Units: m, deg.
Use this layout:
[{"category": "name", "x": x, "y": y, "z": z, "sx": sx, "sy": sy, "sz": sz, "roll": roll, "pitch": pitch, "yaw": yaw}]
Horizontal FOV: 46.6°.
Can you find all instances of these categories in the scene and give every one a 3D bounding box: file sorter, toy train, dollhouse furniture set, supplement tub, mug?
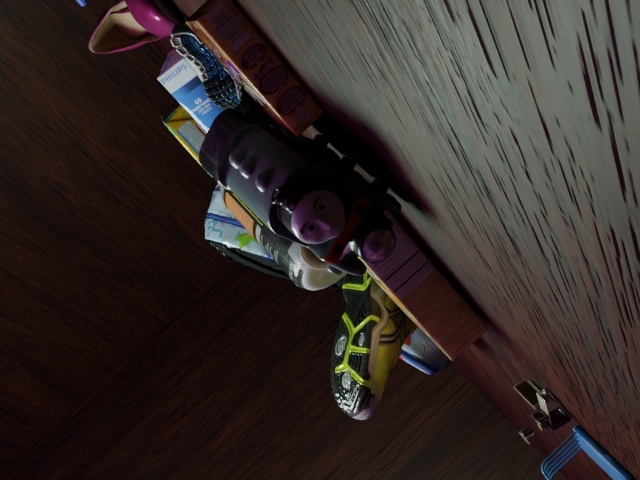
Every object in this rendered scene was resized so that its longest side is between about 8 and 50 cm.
[{"category": "file sorter", "x": 0.466, "y": 0.418, "z": 1.308, "sx": 0.118, "sy": 0.104, "sz": 0.170, "roll": 47, "pitch": 179, "yaw": 33}, {"category": "toy train", "x": -0.034, "y": -0.071, "z": 1.004, "sx": 0.190, "sy": 0.142, "sz": 0.334, "roll": 20, "pitch": -165, "yaw": -35}, {"category": "dollhouse furniture set", "x": 0.358, "y": 0.274, "z": 1.292, "sx": 0.081, "sy": 0.091, "sz": 0.114, "roll": 66, "pitch": 172, "yaw": -31}, {"category": "supplement tub", "x": -0.059, "y": -0.073, "z": 1.415, "sx": 0.316, "sy": 0.193, "sz": 0.193, "roll": 47, "pitch": 179, "yaw": 24}, {"category": "mug", "x": 0.003, "y": 0.003, "z": 1.187, "sx": 0.062, "sy": 0.078, "sz": 0.064, "roll": 17, "pitch": -171, "yaw": 1}]

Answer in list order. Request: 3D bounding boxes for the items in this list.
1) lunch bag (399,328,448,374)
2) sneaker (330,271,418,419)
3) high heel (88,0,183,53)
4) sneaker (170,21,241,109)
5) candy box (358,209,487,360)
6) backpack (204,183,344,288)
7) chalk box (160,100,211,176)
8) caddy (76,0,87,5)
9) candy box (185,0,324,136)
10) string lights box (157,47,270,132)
[{"category": "lunch bag", "x": 0.184, "y": 0.191, "z": 1.638, "sx": 0.243, "sy": 0.114, "sz": 0.303, "roll": 28, "pitch": -179, "yaw": 15}, {"category": "sneaker", "x": 0.120, "y": 0.158, "z": 1.379, "sx": 0.147, "sy": 0.145, "sz": 0.384, "roll": 28, "pitch": -131, "yaw": -18}, {"category": "high heel", "x": -0.391, "y": -0.430, "z": 1.527, "sx": 0.127, "sy": 0.181, "sz": 0.377, "roll": 48, "pitch": 179, "yaw": -21}, {"category": "sneaker", "x": -0.216, "y": -0.340, "z": 1.436, "sx": 0.190, "sy": 0.071, "sz": 0.083, "roll": 56, "pitch": -179, "yaw": -23}, {"category": "candy box", "x": 0.122, "y": 0.036, "z": 1.215, "sx": 0.316, "sy": 0.087, "sz": 0.183, "roll": 47, "pitch": 180, "yaw": -23}, {"category": "backpack", "x": -0.083, "y": -0.022, "z": 1.664, "sx": 0.356, "sy": 0.273, "sz": 0.290, "roll": 2, "pitch": -172, "yaw": -17}, {"category": "chalk box", "x": -0.274, "y": -0.295, "z": 1.847, "sx": 0.180, "sy": 0.179, "sz": 0.289, "roll": 48, "pitch": 178, "yaw": -18}, {"category": "caddy", "x": -0.529, "y": -0.584, "z": 1.438, "sx": 0.241, "sy": 0.179, "sz": 0.341, "roll": 47, "pitch": 179, "yaw": -37}, {"category": "candy box", "x": -0.084, "y": -0.220, "z": 0.940, "sx": 0.186, "sy": 0.053, "sz": 0.109, "roll": 46, "pitch": 179, "yaw": -22}, {"category": "string lights box", "x": -0.218, "y": -0.288, "z": 1.561, "sx": 0.259, "sy": 0.077, "sz": 0.133, "roll": 48, "pitch": -156, "yaw": -29}]
